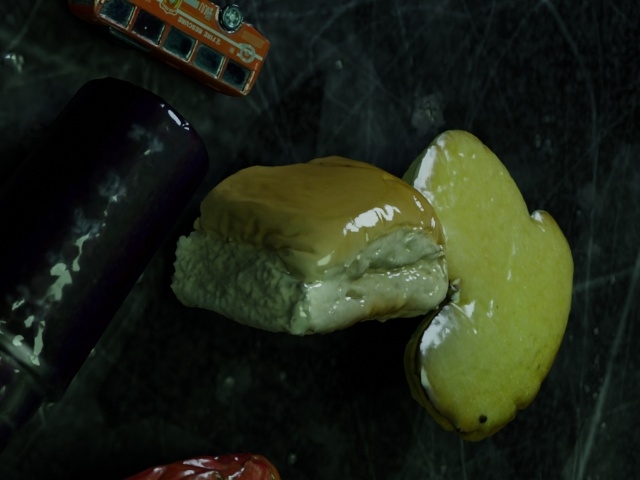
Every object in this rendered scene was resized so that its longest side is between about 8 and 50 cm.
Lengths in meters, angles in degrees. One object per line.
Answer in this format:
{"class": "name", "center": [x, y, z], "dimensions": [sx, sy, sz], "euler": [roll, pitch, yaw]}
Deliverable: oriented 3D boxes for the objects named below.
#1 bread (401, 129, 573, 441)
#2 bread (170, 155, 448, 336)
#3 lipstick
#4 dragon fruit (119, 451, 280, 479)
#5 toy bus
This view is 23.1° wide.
{"class": "bread", "center": [0.074, 0.026, 0.894], "dimensions": [0.149, 0.065, 0.188], "euler": [55, 44, -24]}
{"class": "bread", "center": [-0.001, 0.001, 0.801], "dimensions": [0.125, 0.106, 0.082], "euler": [-9, 101, -43]}
{"class": "lipstick", "center": [-0.153, 0.056, 0.688], "dimensions": [0.081, 0.081, 0.300], "euler": [48, 64, -34]}
{"class": "dragon fruit", "center": [-0.061, 0.160, 0.754], "dimensions": [0.162, 0.083, 0.106], "euler": [-8, 67, -41]}
{"class": "toy bus", "center": [-0.075, -0.108, 0.774], "dimensions": [0.110, 0.031, 0.043], "euler": [25, 85, -41]}
